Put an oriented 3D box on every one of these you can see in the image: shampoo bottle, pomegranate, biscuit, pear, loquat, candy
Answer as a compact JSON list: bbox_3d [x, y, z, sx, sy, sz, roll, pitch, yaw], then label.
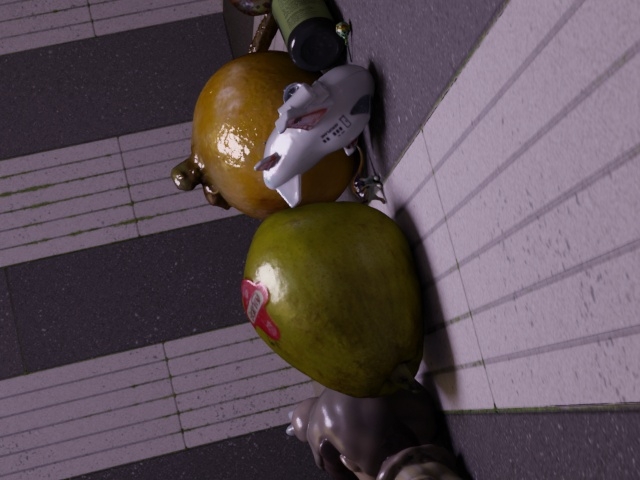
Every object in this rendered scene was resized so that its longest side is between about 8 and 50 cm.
[{"bbox_3d":[-0.036,-0.422,1.906,0.284,0.101,0.101,-110,11,-47],"label":"shampoo bottle"},{"bbox_3d":[-0.149,-0.583,2.338,0.169,0.148,0.148,-116,16,-55],"label":"pomegranate"},{"bbox_3d":[-0.141,-0.456,2.426,0.131,0.026,0.237,93,-162,-71],"label":"biscuit"},{"bbox_3d":[0.039,0.105,1.654,0.375,0.287,0.287,50,160,27],"label":"pear"},{"bbox_3d":[-0.111,-0.181,1.943,0.328,0.359,0.328,62,170,19],"label":"loquat"},{"bbox_3d":[0.043,-0.336,1.766,0.023,0.025,0.083,47,161,39],"label":"candy"}]

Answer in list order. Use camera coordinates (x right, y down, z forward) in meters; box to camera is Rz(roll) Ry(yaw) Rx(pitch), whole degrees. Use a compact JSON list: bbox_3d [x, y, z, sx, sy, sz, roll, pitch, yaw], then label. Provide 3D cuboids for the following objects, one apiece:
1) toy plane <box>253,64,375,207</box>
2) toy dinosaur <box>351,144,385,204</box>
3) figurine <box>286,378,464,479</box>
[{"bbox_3d":[-0.005,-0.177,1.678,0.118,0.252,0.252,48,161,22],"label":"toy plane"},{"bbox_3d":[0.083,-0.097,1.797,0.037,0.058,0.180,99,173,-48],"label":"toy dinosaur"},{"bbox_3d":[0.113,0.339,1.701,0.380,0.248,0.203,-141,42,-57],"label":"figurine"}]
